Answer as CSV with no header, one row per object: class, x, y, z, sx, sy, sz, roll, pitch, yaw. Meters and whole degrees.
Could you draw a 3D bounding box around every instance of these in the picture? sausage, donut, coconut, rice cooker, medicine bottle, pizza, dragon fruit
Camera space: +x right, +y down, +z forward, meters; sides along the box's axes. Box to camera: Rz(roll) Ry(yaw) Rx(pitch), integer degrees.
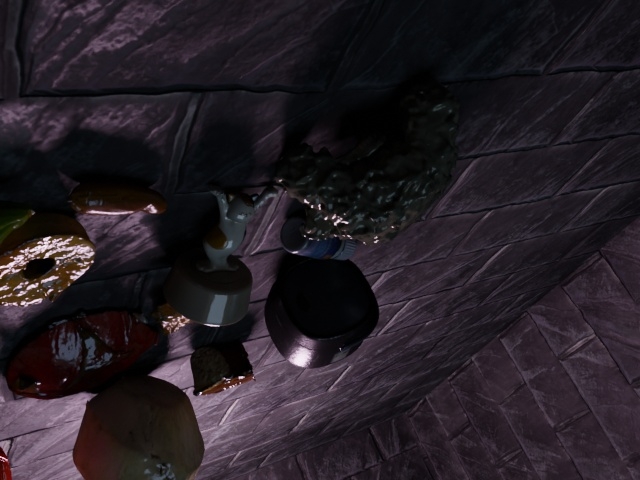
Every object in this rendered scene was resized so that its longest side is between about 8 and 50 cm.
sausage,-0.320,-0.067,1.081,0.062,0.054,0.183,-6,177,44
donut,-0.464,0.025,1.094,0.190,0.074,0.174,-42,150,20
coconut,-0.465,0.538,1.727,0.353,0.352,0.352,-22,154,-11
rice cooker,-0.001,0.172,1.622,0.267,0.267,0.224,-17,154,-20
donut,-0.273,0.352,1.845,0.187,0.126,0.144,-13,159,-18
medicine bottle,0.000,0.000,1.485,0.083,0.083,0.203,-38,154,23
pizza,-0.317,0.159,1.513,0.188,0.062,0.199,-11,159,-46
dragon fruit,-0.524,0.257,1.459,0.343,0.100,0.282,-25,151,-7

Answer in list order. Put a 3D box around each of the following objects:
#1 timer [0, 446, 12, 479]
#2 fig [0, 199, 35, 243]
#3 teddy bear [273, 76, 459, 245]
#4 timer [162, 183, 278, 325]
timer,-0.881,0.565,1.480,0.378,0.279,0.378,-23,157,-10
fig,-0.528,-0.003,0.901,0.233,0.167,0.167,-56,168,-28
teddy bear,0.116,-0.106,1.313,0.357,0.224,0.367,-29,170,0
timer,-0.185,0.010,1.290,0.175,0.175,0.266,-4,128,-40
